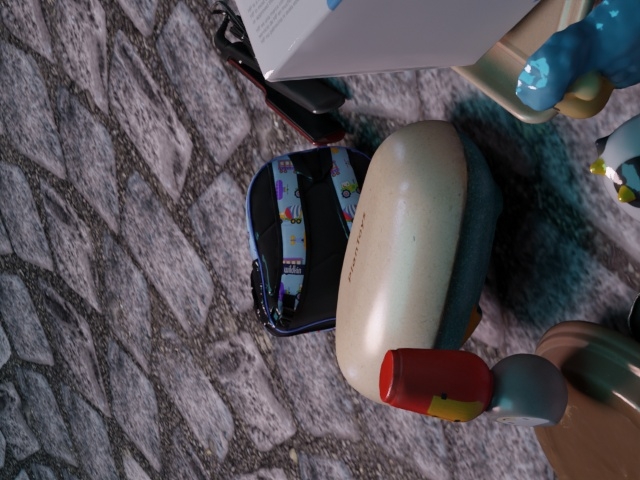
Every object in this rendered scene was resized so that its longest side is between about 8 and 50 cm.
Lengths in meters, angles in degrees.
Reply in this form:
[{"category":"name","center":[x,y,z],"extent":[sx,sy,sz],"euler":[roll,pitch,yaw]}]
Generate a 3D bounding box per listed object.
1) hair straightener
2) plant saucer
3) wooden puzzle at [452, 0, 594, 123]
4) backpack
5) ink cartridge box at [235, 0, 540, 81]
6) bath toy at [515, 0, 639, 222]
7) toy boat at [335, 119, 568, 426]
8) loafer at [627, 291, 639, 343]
[{"category":"hair straightener","center":[-0.049,-0.190,1.622],"extent":[0.230,0.047,0.089],"euler":[48,148,39]},{"category":"plant saucer","center":[0.265,0.189,1.300],"extent":[0.278,0.041,0.278],"euler":[45,157,25]},{"category":"wooden puzzle","center":[0.140,-0.239,1.180],"extent":[0.221,0.044,0.239],"euler":[44,130,41]},{"category":"backpack","center":[0.000,0.000,1.565],"extent":[0.117,0.158,0.173],"euler":[124,133,-79]},{"category":"ink cartridge box","center":[0.038,-0.281,1.104],"extent":[0.198,0.197,0.270],"euler":[-42,63,50]},{"category":"bath toy","center":[0.286,-0.028,1.027],"extent":[0.348,0.129,0.151],"euler":[46,134,31]},{"category":"toy boat","center":[0.108,0.059,1.351],"extent":[0.318,0.148,0.268],"euler":[-103,24,-61]},{"category":"loafer","center":[0.284,0.044,1.163],"extent":[0.080,0.078,0.220],"euler":[61,153,9]}]
